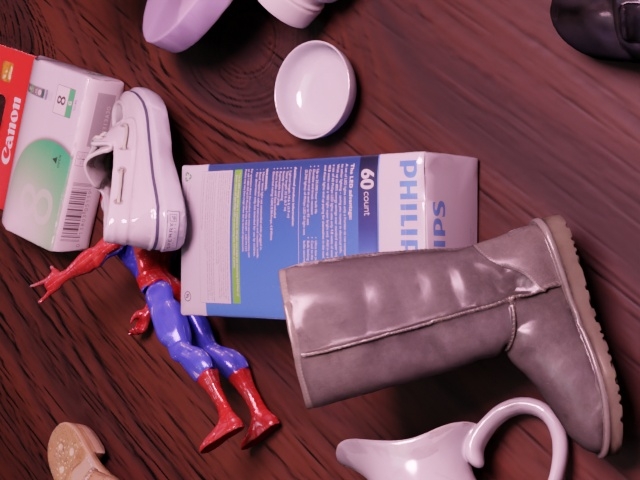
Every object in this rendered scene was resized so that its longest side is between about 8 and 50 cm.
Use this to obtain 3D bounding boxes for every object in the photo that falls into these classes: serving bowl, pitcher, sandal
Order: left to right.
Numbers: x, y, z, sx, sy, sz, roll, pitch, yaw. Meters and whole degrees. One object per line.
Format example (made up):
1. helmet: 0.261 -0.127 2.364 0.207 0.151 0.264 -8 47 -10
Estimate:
1. sandal: -0.224 0.251 1.136 0.240 0.079 0.088 39 108 46
2. serving bowl: 0.000 -0.126 1.024 0.083 0.027 0.083 -2 87 39
3. pitcher: 0.114 0.227 0.872 0.178 0.125 0.207 -24 61 21

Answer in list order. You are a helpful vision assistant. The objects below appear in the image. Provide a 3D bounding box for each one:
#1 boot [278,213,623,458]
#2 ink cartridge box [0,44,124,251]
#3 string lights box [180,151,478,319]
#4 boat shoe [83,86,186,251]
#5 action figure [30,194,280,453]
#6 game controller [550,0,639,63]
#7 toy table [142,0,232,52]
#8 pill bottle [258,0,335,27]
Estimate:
1. boot: 0.089 0.083 0.842 0.208 0.076 0.189 -15 75 -6
2. ink cartridge box: -0.311 -0.105 1.267 0.225 0.056 0.181 21 102 36
3. string lights box: 0.000 0.000 0.989 0.260 0.077 0.133 0 89 40
4. boat shoe: -0.175 -0.074 1.084 0.226 0.076 0.083 -117 34 -53
5. action figure: -0.161 0.081 1.109 0.139 0.091 0.280 -37 66 23
6. game controller: 0.206 -0.277 0.786 0.166 0.067 0.319 -139 47 -73
7. toy table: -0.129 -0.305 1.012 0.274 0.161 0.252 -58 30 16
8. pill bottle: 0.006 -0.246 0.991 0.137 0.078 0.078 -47 61 29
